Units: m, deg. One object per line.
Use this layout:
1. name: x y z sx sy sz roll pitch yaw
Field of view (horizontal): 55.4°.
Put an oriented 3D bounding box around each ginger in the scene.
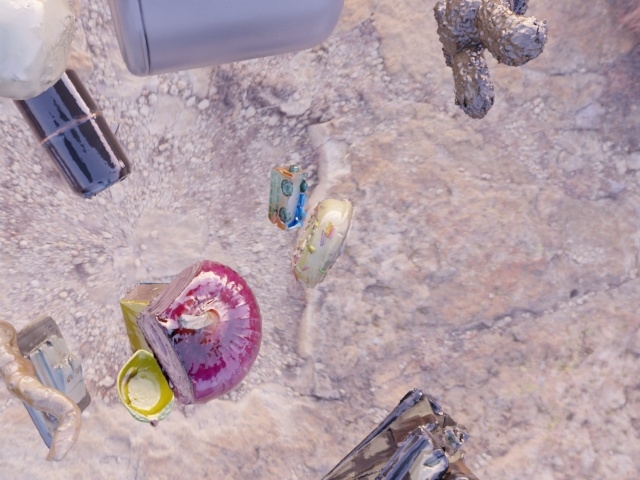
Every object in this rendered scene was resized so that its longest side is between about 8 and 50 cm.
1. ginger: -0.448 0.221 0.939 0.075 0.089 0.288 -37 62 -24

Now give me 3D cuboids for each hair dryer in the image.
1. hair dryer: -0.419 -0.168 1.074 0.107 0.352 0.189 -32 102 -14

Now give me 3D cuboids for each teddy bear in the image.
1. teddy bear: 0.130 -0.181 0.500 0.077 0.119 0.160 25 48 -6

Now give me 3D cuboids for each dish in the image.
1. dish: -0.450 0.389 1.561 0.148 0.080 0.208 1 56 -30

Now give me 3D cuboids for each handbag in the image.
1. handbag: 0.076 0.384 0.845 0.162 0.325 0.327 41 92 6

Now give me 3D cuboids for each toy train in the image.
1. toy train: -0.088 -0.121 1.667 0.072 0.099 0.188 -14 121 -37

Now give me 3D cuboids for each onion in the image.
1. onion: -0.224 0.176 1.219 0.230 0.272 0.256 -30 119 -36

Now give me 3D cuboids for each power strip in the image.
1. power strip: -0.486 0.247 1.132 0.064 0.198 0.213 -19 104 3

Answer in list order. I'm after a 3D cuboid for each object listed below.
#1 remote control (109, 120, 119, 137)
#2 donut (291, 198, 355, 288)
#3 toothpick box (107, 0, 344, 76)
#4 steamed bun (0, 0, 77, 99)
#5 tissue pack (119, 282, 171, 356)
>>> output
1. remote control: -0.644 -0.249 1.804 0.025 0.063 0.245 17 57 -12
2. donut: 0.000 0.000 1.078 0.068 0.174 0.175 27 82 -8
3. toothpick box: -0.106 -0.325 0.769 0.316 0.229 0.229 -13 93 -17
4. steamed bun: -0.280 -0.191 0.535 0.112 0.091 0.130 19 44 -8
5. tissue pack: -0.457 0.269 1.775 0.192 0.134 0.271 -1 112 13
